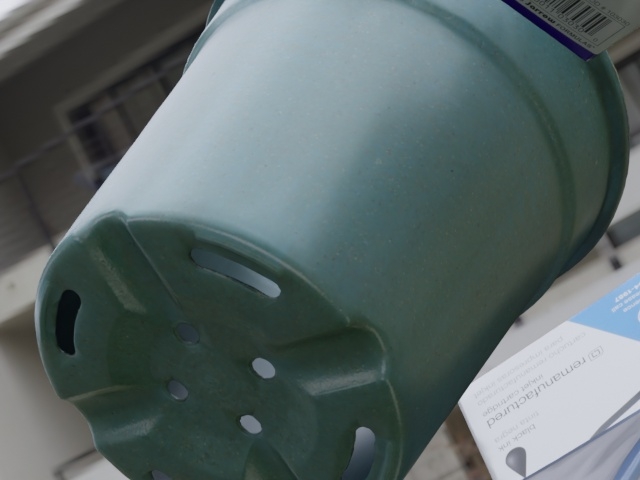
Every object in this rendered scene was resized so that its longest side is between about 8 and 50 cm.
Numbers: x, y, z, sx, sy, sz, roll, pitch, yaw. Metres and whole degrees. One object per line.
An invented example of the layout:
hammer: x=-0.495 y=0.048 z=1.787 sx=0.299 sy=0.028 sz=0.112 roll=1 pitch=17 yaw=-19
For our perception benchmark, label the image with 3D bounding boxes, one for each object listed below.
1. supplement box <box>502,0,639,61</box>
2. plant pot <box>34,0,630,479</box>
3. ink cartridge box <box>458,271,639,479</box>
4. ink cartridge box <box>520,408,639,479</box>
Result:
supplement box: x=0.181 y=-0.206 z=0.863 sx=0.114 sy=0.111 sz=0.220 roll=-61 pitch=13 yaw=-24
plant pot: x=0.000 y=0.000 z=1.071 sx=0.341 sy=0.341 sz=0.334 roll=-39 pitch=11 yaw=43
ink cartridge box: x=0.327 y=0.228 z=1.437 sx=0.285 sy=0.395 sz=0.166 roll=-35 pitch=-56 yaw=9
ink cartridge box: x=0.257 y=0.319 z=1.011 sx=0.151 sy=0.395 sz=0.270 roll=-45 pitch=1 yaw=-38
